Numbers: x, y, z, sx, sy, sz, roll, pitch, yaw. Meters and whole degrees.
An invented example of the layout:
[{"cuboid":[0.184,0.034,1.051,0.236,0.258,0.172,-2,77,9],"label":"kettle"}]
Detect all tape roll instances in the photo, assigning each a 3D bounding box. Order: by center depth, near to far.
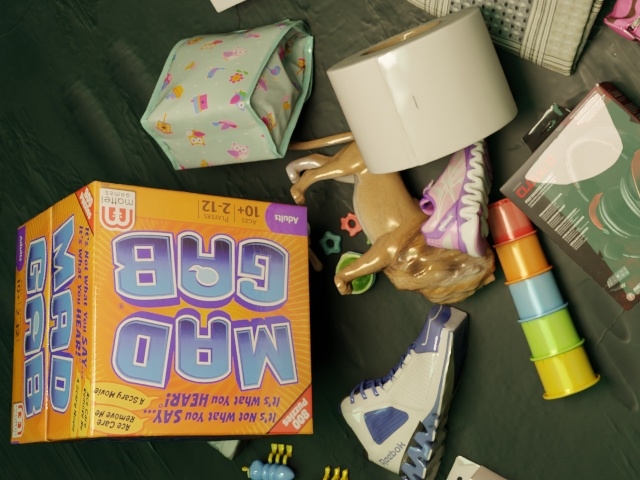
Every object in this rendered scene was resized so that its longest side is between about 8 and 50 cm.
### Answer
[{"cuboid":[0.152,-0.225,1.609,0.246,0.246,0.169,-17,103,26],"label":"tape roll"}]

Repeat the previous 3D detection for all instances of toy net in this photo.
[{"cuboid":[0.000,0.000,1.844,0.232,0.045,0.122,21,107,20],"label":"toy net"}]

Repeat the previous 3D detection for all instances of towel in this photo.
[{"cuboid":[0.267,-0.412,1.556,0.312,0.056,0.324,31,145,17],"label":"towel"}]

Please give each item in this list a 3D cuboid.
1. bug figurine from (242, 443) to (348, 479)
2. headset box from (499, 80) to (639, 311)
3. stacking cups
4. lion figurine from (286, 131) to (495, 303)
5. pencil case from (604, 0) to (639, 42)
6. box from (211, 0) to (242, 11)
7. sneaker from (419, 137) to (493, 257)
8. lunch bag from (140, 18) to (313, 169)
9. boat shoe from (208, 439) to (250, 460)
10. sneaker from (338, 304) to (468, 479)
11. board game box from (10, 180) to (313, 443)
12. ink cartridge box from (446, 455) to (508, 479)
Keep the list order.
[{"cuboid":[-0.036,0.511,1.936,0.216,0.072,0.279,-3,97,25],"label":"bug figurine"},{"cuboid":[0.429,-0.078,1.597,0.293,0.110,0.218,46,114,11],"label":"headset box"},{"cuboid":[0.332,0.086,1.679,0.096,0.096,0.316,-23,89,26],"label":"stacking cups"},{"cuboid":[0.099,-0.057,1.736,0.240,0.142,0.392,-29,80,5],"label":"lion figurine"},{"cuboid":[0.490,-0.379,1.524,0.095,0.098,0.209,32,110,17],"label":"pencil case"},{"cuboid":[-0.082,-0.527,1.706,0.322,0.058,0.232,-21,122,20],"label":"box"},{"cuboid":[0.205,-0.079,1.649,0.104,0.095,0.236,-3,53,21],"label":"sneaker"},{"cuboid":[-0.141,-0.255,1.780,0.223,0.262,0.160,-5,137,27],"label":"lunch bag"},{"cuboid":[-0.139,0.240,1.914,0.103,0.118,0.320,26,116,14],"label":"boat shoe"},{"cuboid":[0.126,0.254,1.786,0.182,0.127,0.316,17,107,19],"label":"sneaker"},{"cuboid":[-0.256,0.135,1.696,0.356,0.356,0.357,-19,69,55],"label":"board game box"},{"cuboid":[0.286,0.456,1.780,0.198,0.067,0.115,27,109,19],"label":"ink cartridge box"}]
